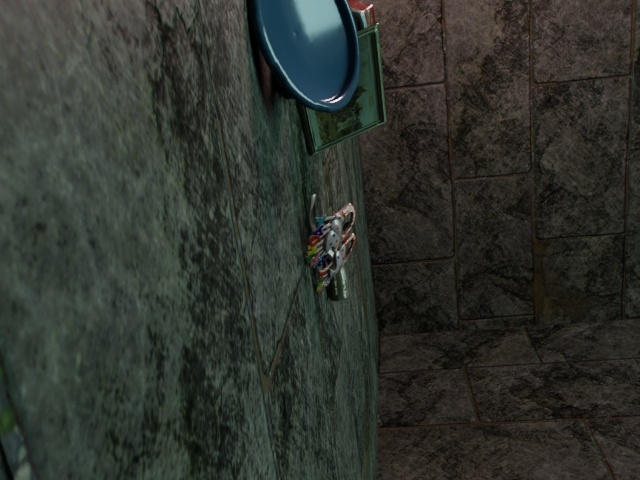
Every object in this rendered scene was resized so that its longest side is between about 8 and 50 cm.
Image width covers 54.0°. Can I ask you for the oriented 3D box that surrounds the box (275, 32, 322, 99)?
[{"bbox_3d":[-0.041,-0.316,1.141,0.069,0.084,0.122,101,-14,-80],"label":"box"}]

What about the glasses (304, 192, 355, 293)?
[{"bbox_3d":[0.002,0.007,1.353,0.162,0.095,0.255,-59,156,-28],"label":"glasses"}]

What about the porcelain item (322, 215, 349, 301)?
[{"bbox_3d":[0.035,0.043,1.592,0.084,0.054,0.213,-77,160,-73],"label":"porcelain item"}]

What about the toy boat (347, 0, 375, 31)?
[{"bbox_3d":[0.053,-0.380,1.445,0.133,0.145,0.331,-48,149,-28],"label":"toy boat"}]

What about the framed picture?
[{"bbox_3d":[0.050,-0.323,1.389,0.017,0.217,0.274,55,-12,38],"label":"framed picture"}]

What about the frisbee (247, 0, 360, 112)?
[{"bbox_3d":[-0.030,-0.352,1.049,0.290,0.049,0.289,14,72,-51],"label":"frisbee"}]
